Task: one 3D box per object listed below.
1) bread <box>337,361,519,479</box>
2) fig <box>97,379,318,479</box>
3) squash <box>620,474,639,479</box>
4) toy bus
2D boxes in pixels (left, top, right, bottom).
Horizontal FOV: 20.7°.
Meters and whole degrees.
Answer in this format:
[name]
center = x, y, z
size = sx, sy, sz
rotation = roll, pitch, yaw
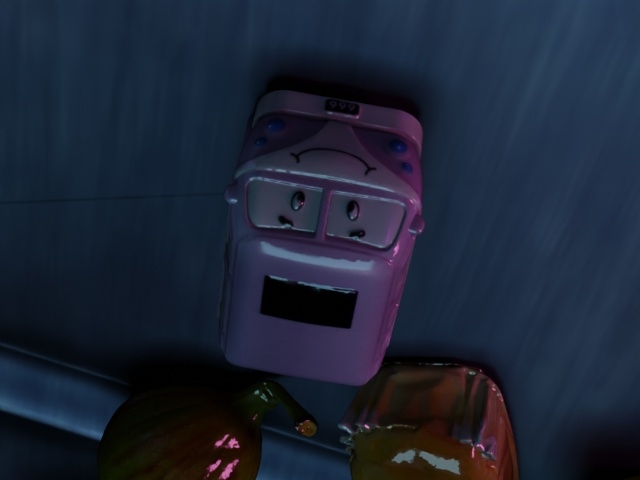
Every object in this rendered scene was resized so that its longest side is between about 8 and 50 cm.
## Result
[bread]
center = 0.103, 0.215, 1.565
size = 0.136, 0.107, 0.241
rotation = 3, 140, 14
[fig]
center = -0.113, 0.179, 1.565
size = 0.142, 0.148, 0.186
rotation = 36, 97, -9
[squash]
center = 0.328, 0.293, 1.571
size = 0.237, 0.204, 0.155
rotation = 1, 117, 11
[toy bus]
center = 0.000, 0.000, 1.298
size = 0.142, 0.142, 0.202
rotation = 11, 141, 1
